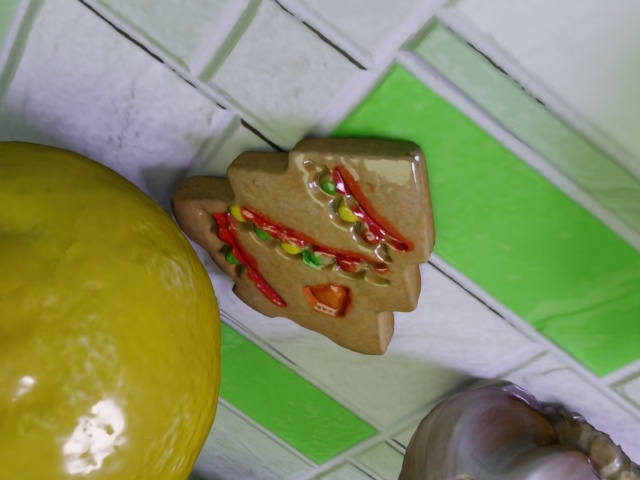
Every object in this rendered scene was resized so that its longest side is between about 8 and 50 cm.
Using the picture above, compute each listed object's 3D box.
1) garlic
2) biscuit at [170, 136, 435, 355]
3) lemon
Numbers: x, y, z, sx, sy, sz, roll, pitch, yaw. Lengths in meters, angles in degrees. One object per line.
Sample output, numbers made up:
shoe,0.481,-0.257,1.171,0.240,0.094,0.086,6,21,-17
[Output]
garlic,0.170,0.241,0.717,0.207,0.256,0.207,-6,130,-8
biscuit,0.000,0.000,0.696,0.212,0.041,0.239,38,140,-9
lemon,-0.234,0.092,0.710,0.348,0.348,0.348,16,139,15
